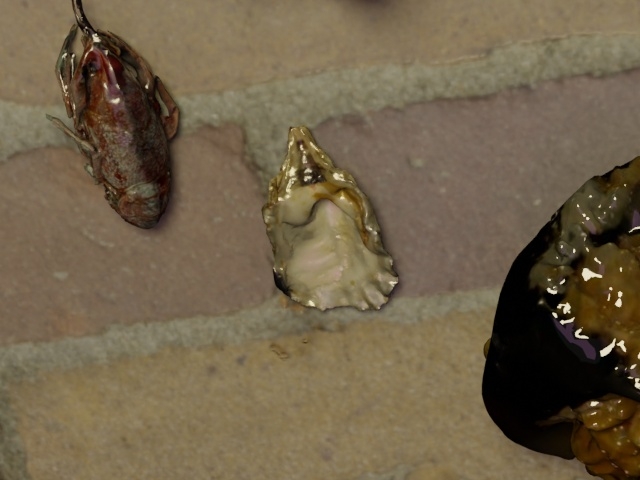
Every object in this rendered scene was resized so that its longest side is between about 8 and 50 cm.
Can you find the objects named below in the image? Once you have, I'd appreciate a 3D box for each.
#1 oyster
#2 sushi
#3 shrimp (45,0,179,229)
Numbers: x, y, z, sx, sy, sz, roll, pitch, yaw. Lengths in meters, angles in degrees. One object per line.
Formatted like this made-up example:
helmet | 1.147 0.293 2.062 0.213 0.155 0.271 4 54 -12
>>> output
oyster | 0.000 0.000 1.219 0.146 0.045 0.121 36 114 -18
sushi | 0.227 0.073 1.152 0.200 0.204 0.213 43 78 13
shrimp | -0.152 -0.095 1.183 0.073 0.075 0.190 10 131 40
